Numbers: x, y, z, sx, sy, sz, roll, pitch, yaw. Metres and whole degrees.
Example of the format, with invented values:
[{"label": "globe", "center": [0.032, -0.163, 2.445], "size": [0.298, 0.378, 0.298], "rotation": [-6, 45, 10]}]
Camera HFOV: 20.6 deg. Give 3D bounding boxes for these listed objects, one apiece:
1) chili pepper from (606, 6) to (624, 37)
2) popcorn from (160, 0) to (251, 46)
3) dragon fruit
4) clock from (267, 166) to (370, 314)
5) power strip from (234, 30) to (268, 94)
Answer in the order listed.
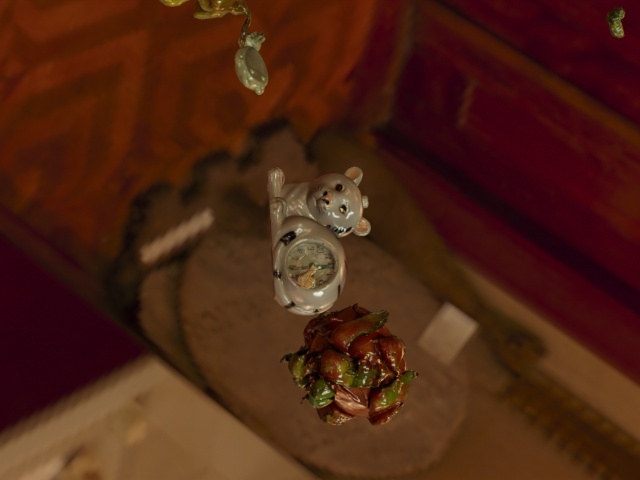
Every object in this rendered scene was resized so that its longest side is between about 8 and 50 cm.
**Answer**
[{"label": "chili pepper", "center": [0.403, -0.301, 2.405], "size": [0.022, 0.027, 0.083], "rotation": [-28, 162, 0]}, {"label": "popcorn", "center": [-0.106, -0.298, 1.634], "size": [0.173, 0.168, 0.195], "rotation": [22, 107, -18]}, {"label": "dragon fruit", "center": [0.022, 0.117, 1.703], "size": [0.175, 0.138, 0.142], "rotation": [-11, 129, -56]}, {"label": "clock", "center": [0.000, 0.000, 2.028], "size": [0.080, 0.117, 0.176], "rotation": [91, -4, -73]}, {"label": "power strip", "center": [-0.078, -0.215, 2.102], "size": [0.035, 0.083, 0.055], "rotation": [-29, 140, 30]}]
